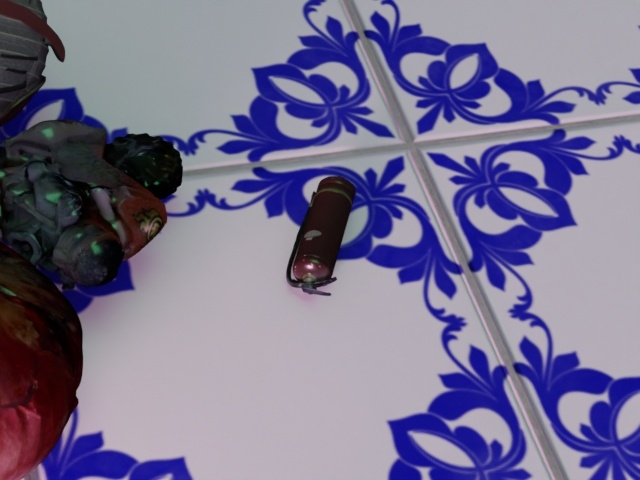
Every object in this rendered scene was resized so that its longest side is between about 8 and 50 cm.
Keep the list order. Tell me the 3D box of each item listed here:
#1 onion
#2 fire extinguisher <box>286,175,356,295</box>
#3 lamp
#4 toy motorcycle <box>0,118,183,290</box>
[{"bbox_3d":[-0.387,0.117,1.536,0.348,0.285,0.347,23,23,-11],"label":"onion"},{"bbox_3d":[0.000,0.000,1.841,0.064,0.043,0.158,-6,43,24],"label":"fire extinguisher"},{"bbox_3d":[-0.409,-0.208,1.827,0.265,0.233,0.233,2,48,-26],"label":"lamp"},{"bbox_3d":[-0.325,-0.020,1.738,0.401,0.134,0.207,-3,43,-14],"label":"toy motorcycle"}]
